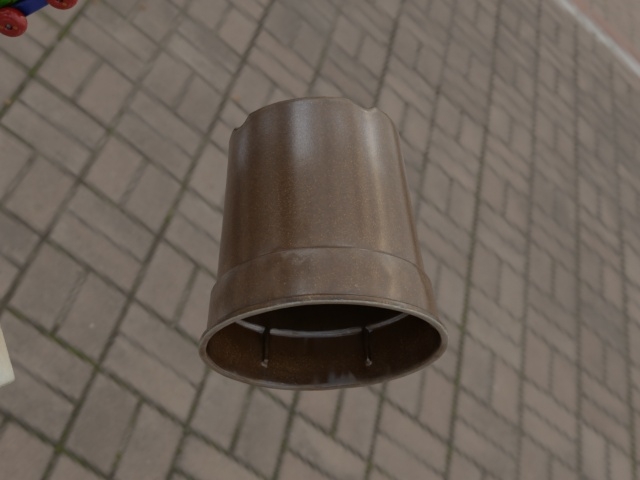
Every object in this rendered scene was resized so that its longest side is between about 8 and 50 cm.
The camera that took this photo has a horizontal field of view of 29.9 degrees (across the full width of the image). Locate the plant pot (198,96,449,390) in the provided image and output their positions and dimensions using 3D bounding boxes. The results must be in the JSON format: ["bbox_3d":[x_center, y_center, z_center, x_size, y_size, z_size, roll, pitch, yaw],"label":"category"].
[{"bbox_3d":[0.000,0.000,0.834,0.167,0.167,0.165,18,58,-36],"label":"plant pot"}]

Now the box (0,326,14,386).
[{"bbox_3d":[-0.430,0.115,1.004,0.311,0.148,0.121,-22,99,-53],"label":"box"}]

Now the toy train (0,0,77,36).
[{"bbox_3d":[-0.334,-0.356,1.429,0.143,0.248,0.105,43,38,-39],"label":"toy train"}]
